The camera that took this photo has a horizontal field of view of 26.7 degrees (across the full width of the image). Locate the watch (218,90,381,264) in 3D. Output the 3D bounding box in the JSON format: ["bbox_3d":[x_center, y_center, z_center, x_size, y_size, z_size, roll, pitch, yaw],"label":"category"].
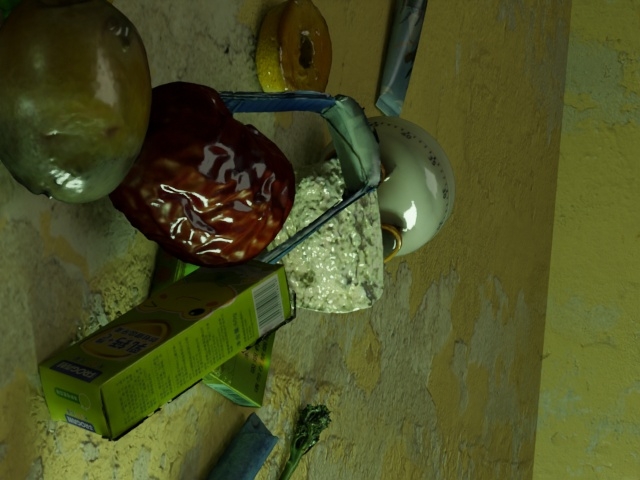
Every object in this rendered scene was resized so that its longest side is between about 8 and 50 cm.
[{"bbox_3d":[-0.036,-0.072,1.847,0.274,0.068,0.276,-6,82,-32],"label":"watch"}]

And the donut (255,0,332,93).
[{"bbox_3d":[-0.046,-0.283,2.056,0.162,0.065,0.178,65,36,-37],"label":"donut"}]

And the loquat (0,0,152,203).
[{"bbox_3d":[-0.264,-0.150,1.424,0.179,0.179,0.227,-41,136,-59],"label":"loquat"}]

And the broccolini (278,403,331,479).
[{"bbox_3d":[-0.048,0.353,2.117,0.239,0.051,0.054,-59,150,-37],"label":"broccolini"}]

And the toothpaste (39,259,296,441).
[{"bbox_3d":[-0.175,0.118,1.608,0.327,0.110,0.077,-33,124,-42],"label":"toothpaste"}]

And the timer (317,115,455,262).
[{"bbox_3d":[0.110,-0.094,2.215,0.240,0.233,0.234,-42,129,-55],"label":"timer"}]

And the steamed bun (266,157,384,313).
[{"bbox_3d":[0.000,0.000,2.016,0.170,0.200,0.226,-9,87,-22],"label":"steamed bun"}]

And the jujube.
[{"bbox_3d":[-0.153,-0.077,1.644,0.232,0.213,0.213,43,50,-38],"label":"jujube"}]

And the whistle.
[{"bbox_3d":[-0.137,0.349,1.879,0.304,0.062,0.062,-54,139,-53],"label":"whistle"}]

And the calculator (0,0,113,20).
[{"bbox_3d":[-0.293,-0.298,1.521,0.235,0.032,0.146,-52,137,-56],"label":"calculator"}]

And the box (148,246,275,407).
[{"bbox_3d":[-0.144,0.110,1.869,0.311,0.043,0.173,45,50,-58],"label":"box"}]

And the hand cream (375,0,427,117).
[{"bbox_3d":[0.153,-0.361,2.523,0.091,0.058,0.271,35,65,-59],"label":"hand cream"}]
